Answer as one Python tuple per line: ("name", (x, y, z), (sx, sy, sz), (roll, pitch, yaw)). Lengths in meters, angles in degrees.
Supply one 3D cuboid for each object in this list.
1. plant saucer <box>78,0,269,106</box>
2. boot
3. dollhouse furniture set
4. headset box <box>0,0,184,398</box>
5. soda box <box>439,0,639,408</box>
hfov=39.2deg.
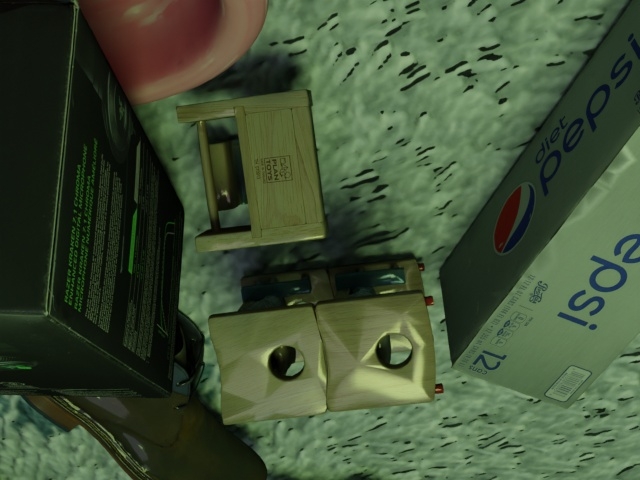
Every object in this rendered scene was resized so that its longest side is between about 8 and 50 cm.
("plant saucer", (-0.187, -0.135, 0.369), (0.332, 0.084, 0.332), (1, 170, 0))
("boot", (-0.107, 0.120, 0.659), (0.219, 0.082, 0.106), (34, 124, -21))
("dollhouse furniture set", (0.000, 0.000, 0.561), (0.129, 0.129, 0.184), (-7, 98, 5))
("headset box", (-0.213, -0.001, 0.445), (0.246, 0.131, 0.283), (0, 164, 2))
("soda box", (0.179, -0.034, 0.524), (0.091, 0.098, 0.286), (21, 125, -13))
